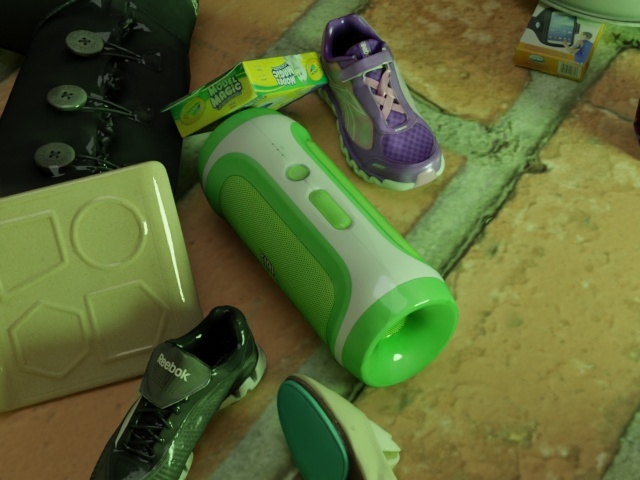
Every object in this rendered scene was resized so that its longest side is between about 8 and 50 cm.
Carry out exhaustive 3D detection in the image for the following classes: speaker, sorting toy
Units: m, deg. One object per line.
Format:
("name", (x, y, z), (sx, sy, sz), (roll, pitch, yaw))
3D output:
("speaker", (0.000, 0.000, 1.206), (0.131, 0.131, 0.296), (-27, 53, -19))
("sorting toy", (-0.222, 0.041, 1.167), (0.208, 0.193, 0.038), (-16, 12, -13))

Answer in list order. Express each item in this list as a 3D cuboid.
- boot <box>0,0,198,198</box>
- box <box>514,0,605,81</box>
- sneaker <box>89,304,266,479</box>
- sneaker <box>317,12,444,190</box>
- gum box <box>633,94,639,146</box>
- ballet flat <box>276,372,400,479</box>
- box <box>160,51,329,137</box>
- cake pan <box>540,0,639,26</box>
("boot", (-0.317, -0.147, 1.351), (0.367, 0.146, 0.445), (-1, 54, 4))
("box", (0.283, -0.245, 1.469), (0.081, 0.028, 0.136), (17, 54, 15))
("sneaker", (-0.132, 0.143, 1.104), (0.078, 0.106, 0.234), (25, 55, 23))
("sneaker", (0.056, -0.155, 1.352), (0.095, 0.104, 0.236), (-18, 52, -14))
("gum box", (0.392, -0.167, 1.292), (0.107, 0.188, 0.062), (-3, 49, -1))
("ballet flat", (0.043, 0.211, 1.068), (0.086, 0.086, 0.248), (-20, 53, -14))
("box", (-0.077, -0.151, 1.304), (0.179, 0.105, 0.043), (-19, 85, -59))
("cake pan", (0.364, -0.360, 1.527), (0.293, 0.054, 0.293), (1, 44, 0))
